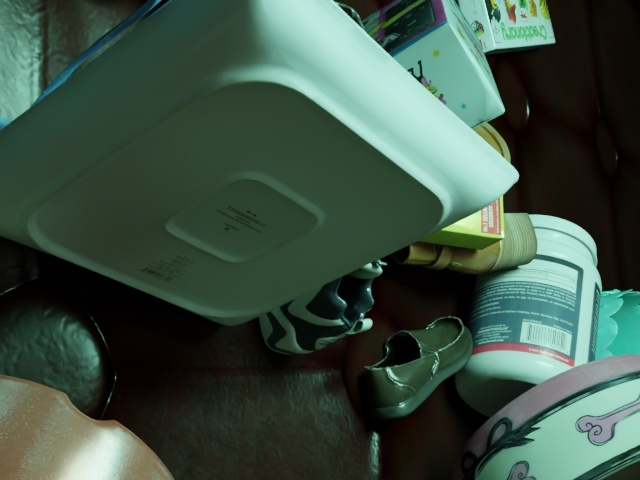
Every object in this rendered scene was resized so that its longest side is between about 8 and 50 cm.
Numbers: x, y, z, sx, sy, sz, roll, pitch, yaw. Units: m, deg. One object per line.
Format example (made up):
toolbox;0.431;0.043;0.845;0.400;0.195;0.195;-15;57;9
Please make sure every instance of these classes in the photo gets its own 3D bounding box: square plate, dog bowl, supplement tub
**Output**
square plate;-0.062;-0.031;0.675;0.347;0.344;0.049;30;42;-45
dog bowl;0.355;0.312;1.128;0.408;0.408;0.150;30;24;-46
supplement tub;0.312;0.119;1.258;0.191;0.191;0.272;45;48;-37

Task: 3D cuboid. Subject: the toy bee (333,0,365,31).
toy bee;-0.117;-0.259;0.849;0.195;0.162;0.298;-6;61;-45

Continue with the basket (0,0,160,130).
basket;-0.254;-0.218;0.544;0.289;0.254;0.201;51;41;-16

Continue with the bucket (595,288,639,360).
bucket;0.455;0.227;1.429;0.281;0.183;0.281;19;66;-50

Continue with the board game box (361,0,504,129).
board game box;0.053;-0.153;0.866;0.098;0.224;0.303;54;18;-19

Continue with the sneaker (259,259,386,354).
sneaker;0.000;0.000;0.907;0.094;0.153;0.235;7;76;-53

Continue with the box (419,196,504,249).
box;0.115;-0.047;1.061;0.232;0.058;0.088;9;71;-20

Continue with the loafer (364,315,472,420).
loafer;0.130;0.148;1.102;0.220;0.080;0.078;-36;110;-51

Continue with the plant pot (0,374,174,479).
plant pot;-0.217;0.240;0.490;0.272;0.272;0.265;56;35;-28

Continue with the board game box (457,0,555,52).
board game box;0.333;-0.441;1.544;0.305;0.053;0.193;-22;100;-53

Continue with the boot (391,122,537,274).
boot;0.163;-0.074;1.201;0.220;0.109;0.284;0;61;-27
